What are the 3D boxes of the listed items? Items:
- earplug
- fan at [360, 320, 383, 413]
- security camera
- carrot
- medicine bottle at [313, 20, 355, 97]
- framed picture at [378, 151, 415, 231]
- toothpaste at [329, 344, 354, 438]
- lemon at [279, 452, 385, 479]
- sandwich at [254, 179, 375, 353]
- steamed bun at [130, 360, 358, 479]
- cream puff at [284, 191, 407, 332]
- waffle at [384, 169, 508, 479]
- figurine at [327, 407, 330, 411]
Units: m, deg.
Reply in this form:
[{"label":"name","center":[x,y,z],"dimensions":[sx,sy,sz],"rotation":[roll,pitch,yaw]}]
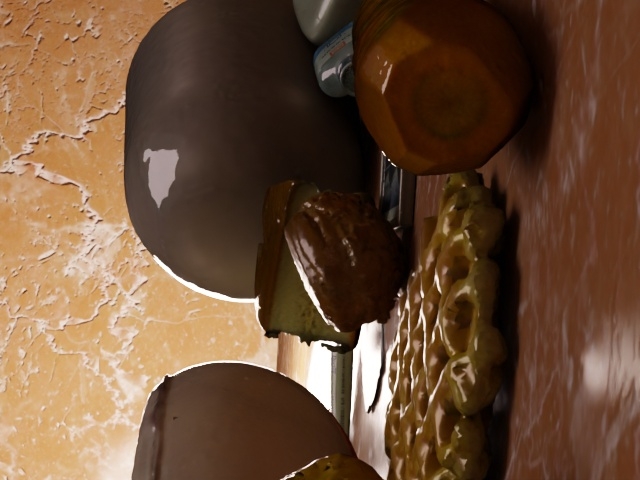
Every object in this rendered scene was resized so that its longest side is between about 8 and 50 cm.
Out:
[{"label":"earplug","center":[-0.091,-0.104,2.011],"dimensions":[0.394,0.313,0.312],"rotation":[-100,15,-60]},{"label":"fan","center":[0.057,0.077,1.757],"dimensions":[0.132,0.009,0.220],"rotation":[105,168,-55]},{"label":"security camera","center":[0.045,-0.375,1.948],"dimensions":[0.157,0.080,0.301],"rotation":[-107,29,-47]},{"label":"carrot","center":[0.075,-0.119,1.077],"dimensions":[0.302,0.114,0.114],"rotation":[-91,6,-74]},{"label":"medicine bottle","center":[0.035,-0.206,1.854],"dimensions":[0.053,0.090,0.208],"rotation":[51,-172,-15]},{"label":"framed picture","center":[0.077,-0.083,1.613],"dimensions":[0.203,0.015,0.150],"rotation":[157,117,-85]},{"label":"toothpaste","center":[0.025,0.204,1.944],"dimensions":[0.048,0.029,0.197],"rotation":[143,128,-88]},{"label":"lemon","center":[-0.003,0.267,0.821],"dimensions":[0.258,0.258,0.310],"rotation":[-117,29,-82]},{"label":"sandwich","center":[0.000,0.000,1.734],"dimensions":[0.128,0.122,0.235],"rotation":[-96,12,-45]},{"label":"steamed bun","center":[-0.067,0.307,1.618],"dimensions":[0.374,0.241,0.374],"rotation":[180,90,-88]},{"label":"cream puff","center":[0.027,0.015,1.538],"dimensions":[0.144,0.103,0.126],"rotation":[59,173,52]},{"label":"waffle","center":[0.085,0.088,1.114],"dimensions":[0.291,0.051,0.291],"rotation":[-176,90,-83]},{"label":"figurine","center":[-0.041,0.287,2.167],"dimensions":[0.147,0.126,0.192],"rotation":[-67,8,-27]}]
